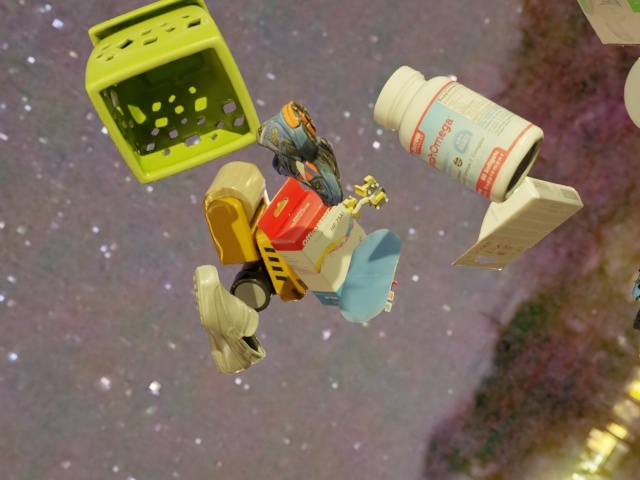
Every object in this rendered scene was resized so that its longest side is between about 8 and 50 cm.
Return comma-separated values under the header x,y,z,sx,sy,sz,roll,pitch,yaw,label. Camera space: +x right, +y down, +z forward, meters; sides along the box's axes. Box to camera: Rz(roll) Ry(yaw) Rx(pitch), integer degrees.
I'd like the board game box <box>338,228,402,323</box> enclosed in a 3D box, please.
x,y,z,sx,sy,sz,roll,pitch,yaw,label
0.094,0.065,1.828,0.033,0.133,0.169,25,-108,-31,board game box

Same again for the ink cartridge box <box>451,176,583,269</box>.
x,y,z,sx,sy,sz,roll,pitch,yaw,label
0.372,-0.030,2.088,0.181,0.056,0.224,7,-38,-47,ink cartridge box

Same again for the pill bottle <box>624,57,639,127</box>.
x,y,z,sx,sy,sz,roll,pitch,yaw,label
0.732,-0.252,2.037,0.361,0.204,0.204,6,-65,-48,pill bottle

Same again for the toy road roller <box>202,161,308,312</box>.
x,y,z,sx,sy,sz,roll,pitch,yaw,label
-0.099,-0.017,2.406,0.202,0.240,0.329,-72,-33,-58,toy road roller

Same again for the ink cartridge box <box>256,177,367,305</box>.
x,y,z,sx,sy,sz,roll,pitch,yaw,label
0.000,0.000,2.013,0.231,0.078,0.134,50,-120,-30,ink cartridge box

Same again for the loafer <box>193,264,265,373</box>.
x,y,z,sx,sy,sz,roll,pitch,yaw,label
-0.182,0.154,2.167,0.111,0.112,0.319,-13,-37,-1,loafer

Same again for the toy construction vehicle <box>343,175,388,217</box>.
x,y,z,sx,sy,sz,roll,pitch,yaw,label
0.084,-0.086,2.110,0.098,0.086,0.035,-40,-55,-14,toy construction vehicle

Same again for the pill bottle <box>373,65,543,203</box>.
x,y,z,sx,sy,sz,roll,pitch,yaw,label
0.137,-0.111,1.096,0.087,0.160,0.087,-50,-19,-24,pill bottle

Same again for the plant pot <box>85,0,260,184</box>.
x,y,z,sx,sy,sz,roll,pitch,yaw,label
-0.245,-0.263,1.763,0.227,0.207,0.228,-21,-45,1,plant pot

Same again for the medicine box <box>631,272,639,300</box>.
x,y,z,sx,sy,sz,roll,pitch,yaw,label
0.731,0.028,1.871,0.149,0.289,0.263,-42,-29,-48,medicine box

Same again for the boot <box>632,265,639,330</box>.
x,y,z,sx,sy,sz,roll,pitch,yaw,label
0.479,0.084,1.495,0.121,0.045,0.099,-159,79,-69,boot

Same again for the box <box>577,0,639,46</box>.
x,y,z,sx,sy,sz,roll,pitch,yaw,label
0.532,-0.390,1.550,0.231,0.127,0.262,-38,20,-7,box

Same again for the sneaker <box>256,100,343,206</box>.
x,y,z,sx,sy,sz,roll,pitch,yaw,label
-0.029,-0.127,1.687,0.221,0.087,0.083,56,-160,-44,sneaker
